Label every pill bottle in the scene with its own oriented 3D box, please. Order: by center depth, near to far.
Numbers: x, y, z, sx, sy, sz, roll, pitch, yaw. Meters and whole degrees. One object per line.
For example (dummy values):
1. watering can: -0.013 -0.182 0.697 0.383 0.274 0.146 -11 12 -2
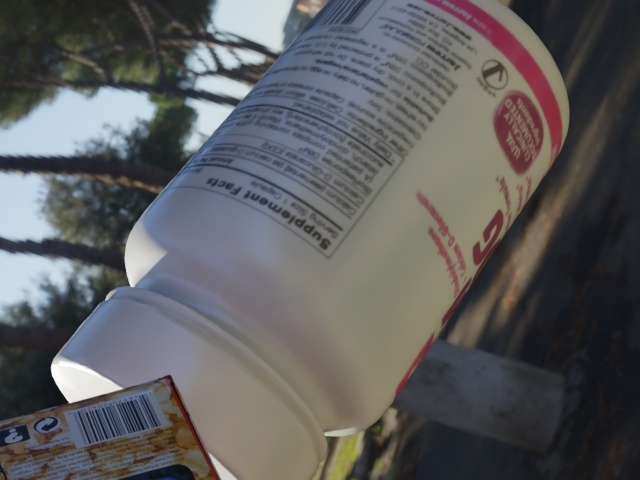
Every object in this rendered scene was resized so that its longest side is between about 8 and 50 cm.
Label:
1. pill bottle: 0.000 0.000 0.592 0.283 0.160 0.160 -52 -5 -25

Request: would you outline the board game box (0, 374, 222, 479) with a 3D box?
1. board game box: -0.077 0.117 0.266 0.193 0.146 0.045 -131 33 -55
